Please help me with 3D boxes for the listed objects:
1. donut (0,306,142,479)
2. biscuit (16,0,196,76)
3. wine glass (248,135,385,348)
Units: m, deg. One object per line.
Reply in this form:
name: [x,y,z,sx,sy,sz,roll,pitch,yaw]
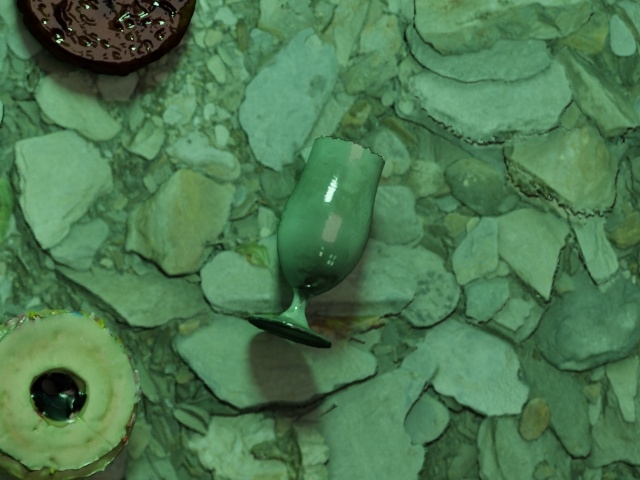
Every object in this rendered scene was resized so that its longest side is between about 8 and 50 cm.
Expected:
donut: [-0.255,0.147,1.572,0.174,0.068,0.175,2,86,-25]
biscuit: [-0.206,-0.256,1.642,0.192,0.049,0.192,0,90,-19]
wine glass: [0.000,0.000,1.681,0.093,0.093,0.202,21,78,-20]
